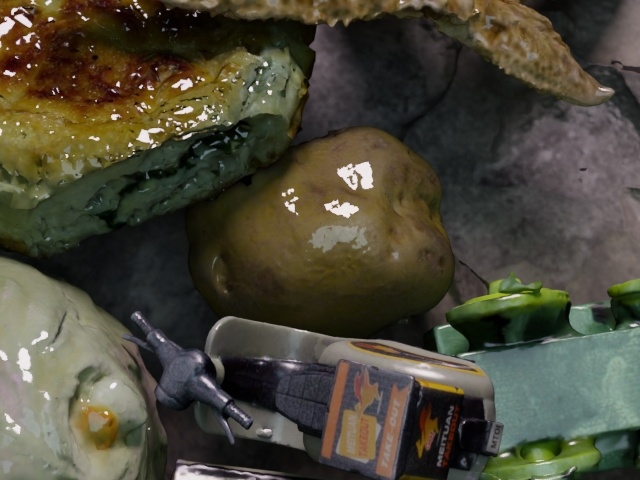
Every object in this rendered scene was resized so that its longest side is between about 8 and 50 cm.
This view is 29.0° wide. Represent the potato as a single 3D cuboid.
[{"bbox_3d":[0.000,0.002,0.924,0.200,0.137,0.155,-11,50,-5],"label":"potato"}]

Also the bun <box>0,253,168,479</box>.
[{"bbox_3d":[-0.183,0.135,0.808,0.179,0.283,0.283,-13,82,17],"label":"bun"}]

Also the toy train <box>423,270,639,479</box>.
[{"bbox_3d":[0.194,0.105,0.895,0.271,0.188,0.159,-8,81,-3],"label":"toy train"}]

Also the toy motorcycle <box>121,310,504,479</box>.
[{"bbox_3d":[-0.004,0.100,0.800,0.157,0.263,0.091,17,83,-46],"label":"toy motorcycle"}]

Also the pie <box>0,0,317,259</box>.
[{"bbox_3d":[-0.173,-0.133,0.909,0.354,0.103,0.288,-20,56,-11],"label":"pie"}]

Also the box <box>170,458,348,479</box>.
[{"bbox_3d":[0.041,0.249,0.851,0.310,0.198,0.084,7,50,-3],"label":"box"}]

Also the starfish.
[{"bbox_3d":[0.048,-0.254,0.938,0.432,0.082,0.324,14,55,-6],"label":"starfish"}]
